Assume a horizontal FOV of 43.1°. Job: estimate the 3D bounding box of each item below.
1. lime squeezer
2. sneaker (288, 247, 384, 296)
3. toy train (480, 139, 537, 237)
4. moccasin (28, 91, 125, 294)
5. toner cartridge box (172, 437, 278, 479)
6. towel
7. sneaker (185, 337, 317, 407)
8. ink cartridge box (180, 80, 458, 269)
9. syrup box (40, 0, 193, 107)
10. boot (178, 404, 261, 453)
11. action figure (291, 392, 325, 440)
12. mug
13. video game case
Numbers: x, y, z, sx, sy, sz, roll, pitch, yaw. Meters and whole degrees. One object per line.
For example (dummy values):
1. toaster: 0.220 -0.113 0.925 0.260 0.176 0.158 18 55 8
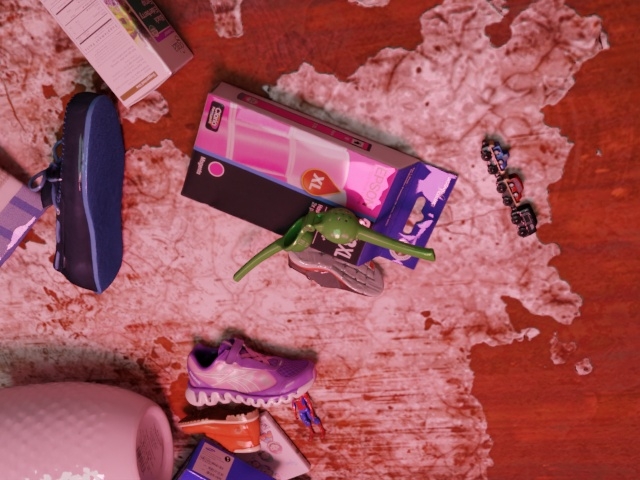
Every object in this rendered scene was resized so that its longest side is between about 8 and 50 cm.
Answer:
1. lime squeezer: 0.000 0.000 1.159 0.310 0.058 0.110 -8 149 18
2. sneaker: 0.022 0.047 1.248 0.158 0.061 0.065 26 148 0
3. toy train: 0.265 -0.074 1.129 0.036 0.027 0.158 -23 111 20
4. moccasin: -0.376 -0.063 1.227 0.117 0.137 0.342 16 120 10
5. toner cartridge box: -0.221 0.508 1.500 0.165 0.075 0.348 32 131 -4
6. towel: -0.592 -0.058 1.244 0.285 0.034 0.209 36 99 -36
7. sneaker: -0.124 0.212 1.346 0.236 0.095 0.104 -5 109 17
8. ink cartridge box: -0.006 -0.080 1.173 0.371 0.069 0.175 21 121 -1
9. syrup box: -0.288 -0.308 1.094 0.096 0.093 0.237 -30 107 25
10. boot: -0.177 0.339 1.429 0.158 0.059 0.084 -6 102 23
11. action figure: -0.027 0.296 1.402 0.038 0.030 0.115 -14 112 26
12. mug: -0.429 0.428 1.408 0.328 0.276 0.374 -9 94 11
13. video game case: -0.120 0.391 1.480 0.157 0.019 0.143 -27 109 25
